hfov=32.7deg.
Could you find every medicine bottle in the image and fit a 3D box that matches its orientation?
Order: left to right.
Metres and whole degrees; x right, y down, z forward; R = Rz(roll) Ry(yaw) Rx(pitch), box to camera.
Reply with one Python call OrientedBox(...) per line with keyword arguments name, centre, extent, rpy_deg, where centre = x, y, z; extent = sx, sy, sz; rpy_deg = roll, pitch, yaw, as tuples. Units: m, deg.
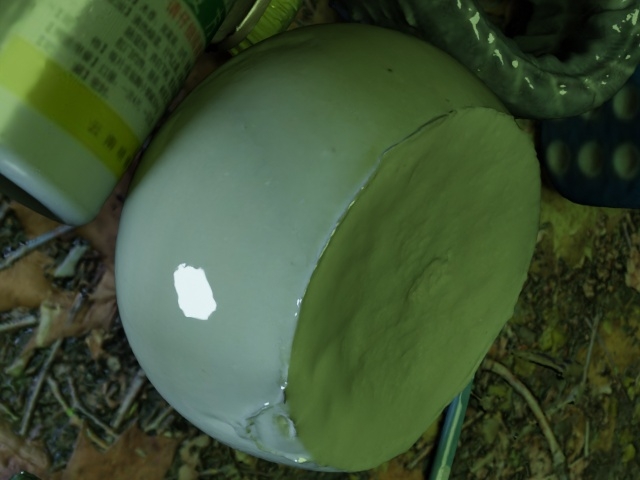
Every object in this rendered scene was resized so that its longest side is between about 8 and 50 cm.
OrientedBox(name="medicine bottle", centre=(-0.148, -0.200, 0.701), extent=(0.208, 0.208, 0.339), rpy_deg=(37, 79, -26))

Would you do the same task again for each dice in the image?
OrientedBox(name="dice", centre=(0.293, -0.102, 0.982), extent=(0.146, 0.143, 0.146), rpy_deg=(-8, 99, -30))

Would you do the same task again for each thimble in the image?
OrientedBox(name="thimble", centre=(0.136, -0.200, 0.874), extent=(0.236, 0.172, 0.205), rpy_deg=(7, 90, -30))

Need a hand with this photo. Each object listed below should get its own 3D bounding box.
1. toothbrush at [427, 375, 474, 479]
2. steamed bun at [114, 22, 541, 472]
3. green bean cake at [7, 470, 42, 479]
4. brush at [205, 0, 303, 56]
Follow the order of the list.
OrientedBox(name="toothbrush", centre=(0.128, 0.144, 0.991), extent=(0.019, 0.025, 0.275), rpy_deg=(16, 88, -29))
OrientedBox(name="steamed bun", centre=(0.000, 0.000, 0.784), extent=(0.324, 0.206, 0.324), rpy_deg=(-30, 133, -39))
OrientedBox(name="green bean cake", centre=(-0.201, 0.307, 0.790), extent=(0.222, 0.125, 0.227), rpy_deg=(-49, 119, -13))
OrientedBox(name="brush", centre=(-0.006, -0.272, 0.858), extent=(0.067, 0.072, 0.313), rpy_deg=(37, 75, -49))
